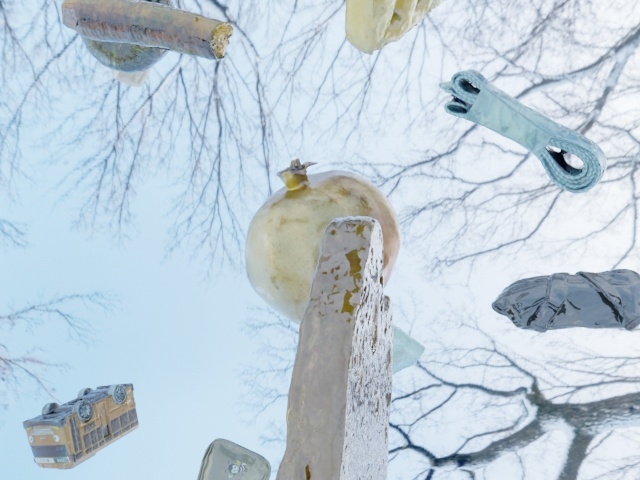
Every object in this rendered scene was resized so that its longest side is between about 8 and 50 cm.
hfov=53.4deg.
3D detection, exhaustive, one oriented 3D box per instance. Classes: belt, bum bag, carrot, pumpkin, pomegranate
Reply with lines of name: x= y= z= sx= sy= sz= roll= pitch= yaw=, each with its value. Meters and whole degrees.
belt: x=0.326 y=-0.181 z=1.046 sx=0.302 sy=0.087 sz=0.072 roll=38 pitch=-143 yaw=18
bum bag: x=0.513 y=0.123 z=1.288 sx=0.326 sy=0.080 sz=0.142 roll=-6 pitch=-134 yaw=8
carrot: x=-0.242 y=-0.295 z=0.877 sx=0.260 sy=0.070 sz=0.070 roll=16 pitch=-117 yaw=17
pumpkin: x=-0.420 y=-0.480 z=1.391 sx=0.223 sy=0.224 sz=0.157 roll=20 pitch=-150 yaw=-2
pomegranate: x=0.000 y=0.000 z=1.204 sx=0.319 sy=0.319 sz=0.319 roll=4 pitch=-114 yaw=-9

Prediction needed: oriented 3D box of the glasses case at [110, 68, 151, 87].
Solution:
glasses case: x=-0.503 y=-0.547 z=1.656 sx=0.076 sy=0.144 sz=0.336 roll=13 pitch=-142 yaw=-39

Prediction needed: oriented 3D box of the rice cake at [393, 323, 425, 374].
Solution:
rice cake: x=0.091 y=0.229 z=1.173 sx=0.085 sy=0.226 sz=0.040 roll=34 pitch=-137 yaw=-13

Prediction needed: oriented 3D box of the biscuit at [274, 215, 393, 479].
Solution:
biscuit: x=0.027 y=0.167 z=0.643 sx=0.074 sy=0.359 sz=0.381 roll=-1 pitch=-95 yaw=11

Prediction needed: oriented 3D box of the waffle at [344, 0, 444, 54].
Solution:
waffle: x=0.110 y=-0.327 z=0.614 sx=0.055 sy=0.221 sz=0.248 roll=30 pitch=-128 yaw=19

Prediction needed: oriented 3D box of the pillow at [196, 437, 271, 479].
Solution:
pillow: x=-0.176 y=0.464 z=1.125 sx=0.130 sy=0.033 sz=0.218 roll=26 pitch=-89 yaw=0

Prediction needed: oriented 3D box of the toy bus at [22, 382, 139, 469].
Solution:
toy bus: x=-0.441 y=0.344 z=1.187 sx=0.098 sy=0.201 sz=0.114 roll=-10 pitch=-87 yaw=22
